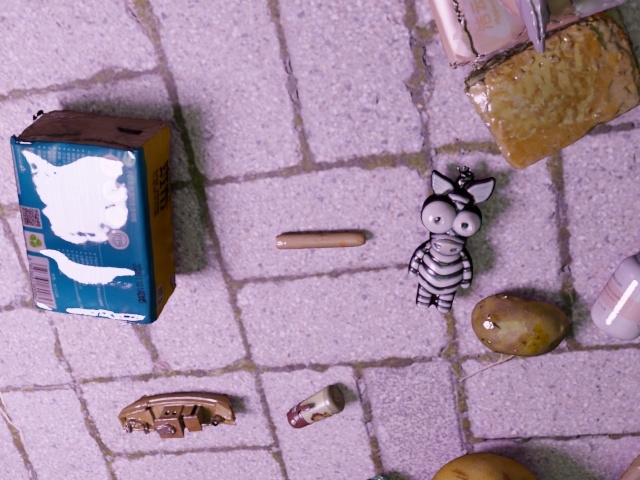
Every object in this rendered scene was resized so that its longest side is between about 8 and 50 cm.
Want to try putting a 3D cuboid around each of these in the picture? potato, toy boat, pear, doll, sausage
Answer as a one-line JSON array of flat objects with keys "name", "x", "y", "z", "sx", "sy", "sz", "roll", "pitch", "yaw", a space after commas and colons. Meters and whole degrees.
[{"name": "potato", "x": 0.284, "y": 0.122, "z": 1.006, "sx": 0.138, "sy": 0.070, "sz": 0.091, "roll": 10, "pitch": 118, "yaw": 5}, {"name": "toy boat", "x": -0.239, "y": 0.295, "z": 1.185, "sx": 0.206, "sy": 0.072, "sz": 0.064, "roll": -6, "pitch": 117, "yaw": 14}, {"name": "pear", "x": 0.253, "y": 0.440, "z": 1.098, "sx": 0.209, "sy": 0.209, "sz": 0.208, "roll": 4, "pitch": 117, "yaw": 8}, {"name": "doll", "x": 0.173, "y": 0.002, "z": 0.969, "sx": 0.091, "sy": 0.067, "sz": 0.219, "roll": 12, "pitch": 116, "yaw": 9}, {"name": "sausage", "x": 0.000, "y": 0.000, "z": 1.023, "sx": 0.133, "sy": 0.024, "sz": 0.024, "roll": -2, "pitch": 116, "yaw": 12}]

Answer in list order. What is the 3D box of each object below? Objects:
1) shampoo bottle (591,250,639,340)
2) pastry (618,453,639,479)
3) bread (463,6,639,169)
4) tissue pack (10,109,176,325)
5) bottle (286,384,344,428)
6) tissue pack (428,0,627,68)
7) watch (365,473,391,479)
[{"name": "shampoo bottle", "x": 0.434, "y": 0.044, "z": 0.938, "sx": 0.074, "sy": 0.074, "sz": 0.192, "roll": 21, "pitch": 119, "yaw": -1}, {"name": "pastry", "x": 0.607, "y": 0.399, "z": 1.048, "sx": 0.330, "sy": 0.136, "sz": 0.329, "roll": 5, "pitch": 117, "yaw": 10}, {"name": "bread", "x": 0.282, "y": -0.183, "z": 0.838, "sx": 0.196, "sy": 0.102, "sz": 0.138, "roll": -24, "pitch": 112, "yaw": 19}, {"name": "tissue pack", "x": -0.308, "y": -0.035, "z": 0.998, "sx": 0.193, "sy": 0.134, "sz": 0.270, "roll": 7, "pitch": 117, "yaw": 6}, {"name": "bottle", "x": -0.010, "y": 0.276, "z": 1.150, "sx": 0.101, "sy": 0.047, "sz": 0.063, "roll": -33, "pitch": 117, "yaw": 24}, {"name": "tissue pack", "x": 0.182, "y": -0.349, "z": 0.705, "sx": 0.239, "sy": 0.238, "sz": 0.305, "roll": -17, "pitch": 112, "yaw": 18}, {"name": "watch", "x": 0.097, "y": 0.493, "z": 1.172, "sx": 0.152, "sy": 0.165, "sz": 0.131, "roll": 41, "pitch": 124, "yaw": 7}]
